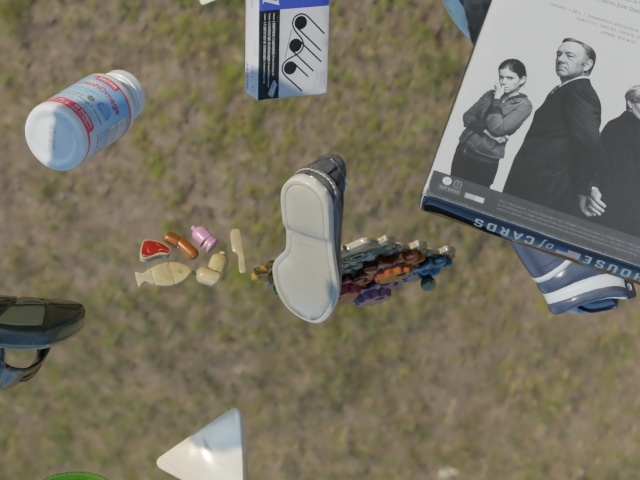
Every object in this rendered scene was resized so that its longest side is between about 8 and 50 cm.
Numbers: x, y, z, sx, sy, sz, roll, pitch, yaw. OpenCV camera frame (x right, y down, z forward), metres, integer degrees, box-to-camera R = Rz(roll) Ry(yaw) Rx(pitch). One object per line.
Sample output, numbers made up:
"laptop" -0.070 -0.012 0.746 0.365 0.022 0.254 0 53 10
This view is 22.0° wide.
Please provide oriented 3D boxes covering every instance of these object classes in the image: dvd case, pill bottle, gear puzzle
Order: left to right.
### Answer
"pill bottle" -0.283 -0.152 2.012 0.087 0.160 0.087 12 120 22
"gear puzzle" 0.037 0.046 2.063 0.175 0.044 0.339 -24 163 28
"dvd case" 0.181 -0.095 1.026 0.179 0.238 0.029 19 155 5

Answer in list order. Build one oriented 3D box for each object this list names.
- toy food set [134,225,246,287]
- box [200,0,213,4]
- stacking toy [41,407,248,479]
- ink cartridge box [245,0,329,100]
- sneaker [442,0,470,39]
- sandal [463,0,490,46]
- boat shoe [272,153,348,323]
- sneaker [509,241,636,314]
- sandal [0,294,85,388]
"toy food set" -0.147 0.018 1.812 0.122 0.078 0.019 -2 151 -14
"box" -0.057 -0.377 1.642 0.243 0.117 0.213 -13 104 53
"stacking toy" -0.117 0.315 1.432 0.309 0.279 0.130 -24 166 4
"ink cartridge box" -0.041 -0.280 2.029 0.046 0.097 0.207 -141 48 -58
"sneaker" 0.161 -0.353 1.927 0.275 0.107 0.110 47 155 5
"sandal" 0.174 -0.346 1.753 0.107 0.445 0.167 -6 126 19
"boat shoe" 0.000 0.000 1.614 0.075 0.065 0.206 24 141 19
"sneaker" 0.332 -0.015 1.855 0.099 0.282 0.153 -27 90 58
"sandal" -0.294 0.094 1.520 0.120 0.086 0.303 6 174 -20
